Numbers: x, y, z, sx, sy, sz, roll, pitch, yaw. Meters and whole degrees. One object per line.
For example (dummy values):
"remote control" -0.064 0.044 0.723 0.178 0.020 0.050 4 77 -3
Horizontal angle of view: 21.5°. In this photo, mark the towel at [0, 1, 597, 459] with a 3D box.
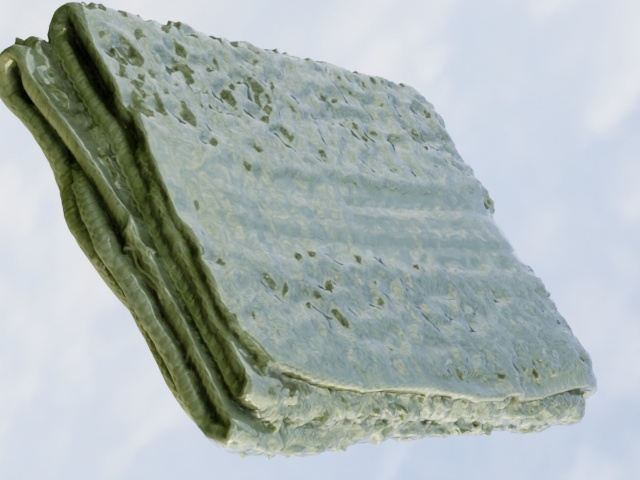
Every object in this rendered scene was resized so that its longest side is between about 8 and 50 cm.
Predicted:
"towel" 0.000 0.000 0.383 0.027 0.148 0.110 -42 -116 29
